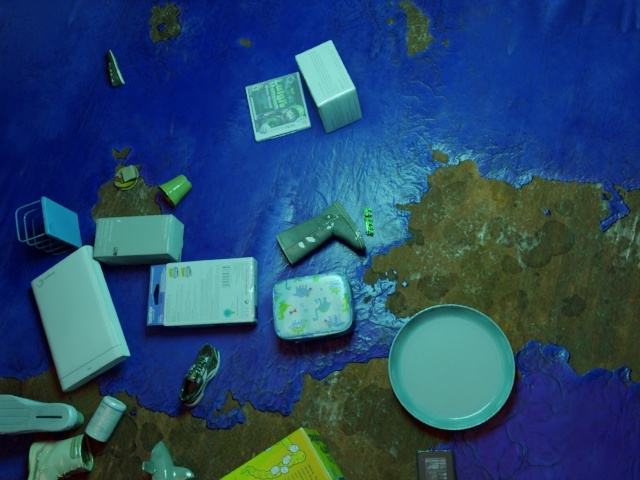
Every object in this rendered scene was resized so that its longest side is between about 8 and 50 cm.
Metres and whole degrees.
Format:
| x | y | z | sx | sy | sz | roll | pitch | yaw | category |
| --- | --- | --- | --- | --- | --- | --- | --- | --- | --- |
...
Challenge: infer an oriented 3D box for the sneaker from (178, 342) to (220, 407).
| x | y | z | sx | sy | sz | roll | pitch | yaw | category |
| --- | --- | --- | --- | --- | --- | --- | --- | --- | --- |
| -0.332 | 0.368 | 1.866 | 0.072 | 0.077 | 0.178 | 14 | 76 | 14 | sneaker |

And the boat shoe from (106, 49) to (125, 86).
| x | y | z | sx | sy | sz | roll | pitch | yaw | category |
| --- | --- | --- | --- | --- | --- | --- | --- | --- | --- |
| -0.677 | -0.561 | 2.226 | 0.042 | 0.049 | 0.133 | -21 | 75 | -4 | boat shoe |

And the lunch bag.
| x | y | z | sx | sy | sz | roll | pitch | yaw | category |
| --- | --- | --- | --- | --- | --- | --- | --- | --- | --- |
| -0.019 | 0.185 | 1.851 | 0.219 | 0.090 | 0.176 | -10 | 71 | 8 | lunch bag |

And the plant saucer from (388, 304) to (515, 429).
| x | y | z | sx | sy | sz | roll | pitch | yaw | category |
| --- | --- | --- | --- | --- | --- | --- | --- | --- | --- |
| 0.336 | 0.325 | 1.764 | 0.318 | 0.043 | 0.317 | -3 | 72 | 10 | plant saucer |

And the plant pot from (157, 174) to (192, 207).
| x | y | z | sx | sy | sz | roll | pitch | yaw | category |
| --- | --- | --- | --- | --- | --- | --- | --- | --- | --- |
| -0.430 | -0.154 | 2.047 | 0.079 | 0.083 | 0.083 | -40 | 70 | -16 | plant pot |

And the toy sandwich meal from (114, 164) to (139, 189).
| x | y | z | sx | sy | sz | roll | pitch | yaw | category |
| --- | --- | --- | --- | --- | --- | --- | --- | --- | --- |
| -0.601 | -0.196 | 2.112 | 0.086 | 0.029 | 0.085 | -3 | 73 | 10 | toy sandwich meal |

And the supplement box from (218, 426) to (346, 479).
| x | y | z | sx | sy | sz | roll | pitch | yaw | category |
| --- | --- | --- | --- | --- | --- | --- | --- | --- | --- |
| -0.128 | 0.639 | 1.683 | 0.356 | 0.194 | 0.195 | -33 | 70 | 0 | supplement box |

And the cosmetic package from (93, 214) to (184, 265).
| x | y | z | sx | sy | sz | roll | pitch | yaw | category |
| --- | --- | --- | --- | --- | --- | --- | --- | --- | --- |
| -0.529 | 0.001 | 2.002 | 0.238 | 0.107 | 0.127 | -5 | 70 | 13 | cosmetic package |

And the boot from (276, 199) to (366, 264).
| x | y | z | sx | sy | sz | roll | pitch | yaw | category |
| --- | --- | --- | --- | --- | --- | --- | --- | --- | --- |
| 0.001 | 0.002 | 1.910 | 0.208 | 0.076 | 0.189 | -30 | 56 | -6 | boot |

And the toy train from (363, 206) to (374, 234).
| x | y | z | sx | sy | sz | roll | pitch | yaw | category |
| --- | --- | --- | --- | --- | --- | --- | --- | --- | --- |
| 0.135 | -0.054 | 1.931 | 0.024 | 0.017 | 0.083 | -11 | 72 | 18 | toy train |

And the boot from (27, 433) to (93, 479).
| x | y | z | sx | sy | sz | roll | pitch | yaw | category |
| --- | --- | --- | --- | --- | --- | --- | --- | --- | --- |
| -0.705 | 0.643 | 1.860 | 0.165 | 0.077 | 0.213 | -11 | 69 | 6 | boot |

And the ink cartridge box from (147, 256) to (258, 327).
| x | y | z | sx | sy | sz | roll | pitch | yaw | category |
| --- | --- | --- | --- | --- | --- | --- | --- | --- | --- |
| -0.332 | 0.152 | 1.939 | 0.311 | 0.065 | 0.185 | -4 | 73 | 8 | ink cartridge box |

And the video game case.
| x | y | z | sx | sy | sz | roll | pitch | yaw | category |
| --- | --- | --- | --- | --- | --- | --- | --- | --- | --- |
| -0.130 | -0.407 | 2.086 | 0.173 | 0.022 | 0.190 | -14 | 71 | 6 | video game case |

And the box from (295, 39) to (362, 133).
| x | y | z | sx | sy | sz | roll | pitch | yaw | category |
| --- | --- | --- | --- | --- | --- | --- | --- | --- | --- |
| 0.025 | -0.441 | 1.981 | 0.119 | 0.182 | 0.181 | -24 | 71 | 2 | box |

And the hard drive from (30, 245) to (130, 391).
| x | y | z | sx | sy | sz | roll | pitch | yaw | category |
| --- | --- | --- | --- | --- | --- | --- | --- | --- | --- |
| -0.698 | 0.223 | 1.973 | 0.233 | 0.047 | 0.353 | -31 | 69 | 17 | hard drive |

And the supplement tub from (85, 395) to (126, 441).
| x | y | z | sx | sy | sz | roll | pitch | yaw | category |
| --- | --- | --- | --- | --- | --- | --- | --- | --- | --- |
| -0.591 | 0.491 | 1.885 | 0.071 | 0.071 | 0.107 | 26 | 81 | 17 | supplement tub |

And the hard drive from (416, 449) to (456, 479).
| x | y | z | sx | sy | sz | roll | pitch | yaw | category |
| --- | --- | --- | --- | --- | --- | --- | --- | --- | --- |
| 0.289 | 0.594 | 1.703 | 0.094 | 0.022 | 0.135 | -4 | 73 | 10 | hard drive |

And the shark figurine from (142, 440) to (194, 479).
| x | y | z | sx | sy | sz | roll | pitch | yaw | category |
| --- | --- | --- | --- | --- | --- | --- | --- | --- | --- |
| -0.373 | 0.644 | 1.753 | 0.116 | 0.166 | 0.278 | -16 | 72 | -4 | shark figurine |

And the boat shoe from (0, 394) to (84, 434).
| x | y | z | sx | sy | sz | roll | pitch | yaw | category |
| --- | --- | --- | --- | --- | --- | --- | --- | --- | --- |
| -0.813 | 0.499 | 1.912 | 0.302 | 0.094 | 0.109 | 3 | 65 | 11 | boat shoe |

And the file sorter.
| x | y | z | sx | sy | sz | roll | pitch | yaw | category |
| --- | --- | --- | --- | --- | --- | --- | --- | --- | --- |
| -0.808 | -0.035 | 2.033 | 0.104 | 0.170 | 0.118 | -19 | 71 | 8 | file sorter |
